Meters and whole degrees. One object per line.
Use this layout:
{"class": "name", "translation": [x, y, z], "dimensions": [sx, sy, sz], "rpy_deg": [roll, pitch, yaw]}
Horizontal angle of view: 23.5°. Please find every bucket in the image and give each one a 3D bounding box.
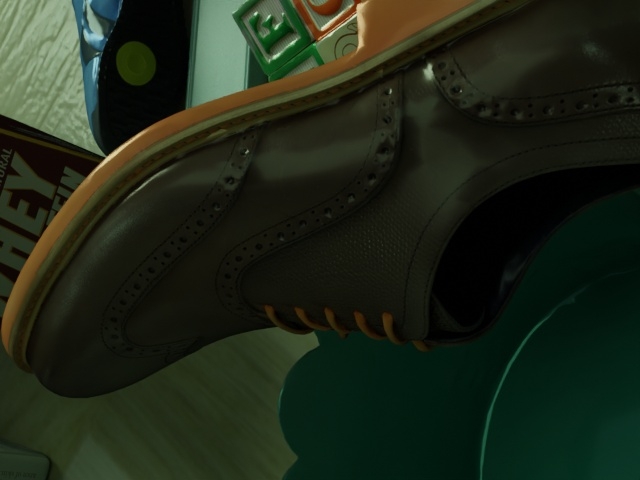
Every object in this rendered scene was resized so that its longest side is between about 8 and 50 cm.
{"class": "bucket", "translation": [0.132, 0.112, 0.755], "dimensions": [0.281, 0.183, 0.281], "rpy_deg": [-9, 75, 35]}

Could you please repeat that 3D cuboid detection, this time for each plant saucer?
{"class": "plant saucer", "translation": [-0.066, -0.100, 1.048], "dimensions": [0.067, 0.018, 0.192], "rpy_deg": [-4, 77, 36]}

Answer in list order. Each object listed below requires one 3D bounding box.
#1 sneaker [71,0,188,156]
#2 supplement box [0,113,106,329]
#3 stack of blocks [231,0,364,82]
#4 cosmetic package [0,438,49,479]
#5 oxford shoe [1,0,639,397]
{"class": "sneaker", "translation": [-0.142, -0.154, 1.092], "dimensions": [0.082, 0.069, 0.209], "rpy_deg": [-12, 75, 53]}
{"class": "supplement box", "translation": [-0.260, -0.028, 1.065], "dimensions": [0.194, 0.191, 0.129], "rpy_deg": [22, 94, 38]}
{"class": "stack of blocks", "translation": [0.037, -0.155, 0.847], "dimensions": [0.171, 0.087, 0.297], "rpy_deg": [-32, 88, 42]}
{"class": "cosmetic package", "translation": [-0.312, 0.217, 1.078], "dimensions": [0.151, 0.151, 0.184], "rpy_deg": [13, 87, 38]}
{"class": "oxford shoe", "translation": [0.000, 0.000, 0.685], "dimensions": [0.363, 0.130, 0.133], "rpy_deg": [-33, 68, 27]}
